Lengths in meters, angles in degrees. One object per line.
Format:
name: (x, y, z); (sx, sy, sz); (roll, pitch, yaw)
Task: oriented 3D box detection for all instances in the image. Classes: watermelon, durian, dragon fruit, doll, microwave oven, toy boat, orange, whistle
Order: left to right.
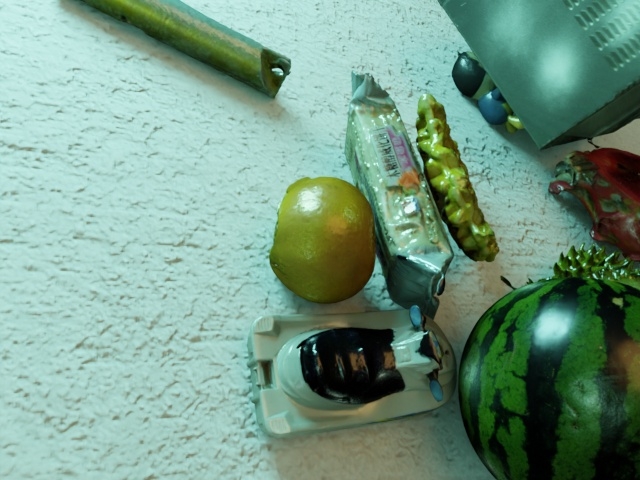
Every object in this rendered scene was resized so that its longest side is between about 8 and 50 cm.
whistle: (-0.193, -0.291, 0.780); (0.326, 0.068, 0.057); (24, 46, -15)
orange: (0.000, 0.000, 0.691); (0.134, 0.154, 0.154); (-9, 64, 11)
toy boat: (0.055, 0.138, 0.655); (0.269, 0.141, 0.140); (-4, 67, -17)
doll: (0.308, -0.274, 1.044); (0.089, 0.102, 0.179); (-44, 91, 1)
microwave oven: (0.452, -0.351, 0.997); (0.432, 0.236, 0.374); (-20, 76, -53)
watermelon: (0.305, 0.179, 0.672); (0.285, 0.285, 0.285); (13, 60, -23)
durian: (0.435, 0.076, 0.904); (0.375, 0.106, 0.132); (0, 104, -12)
dragon fruit: (0.511, -0.079, 1.038); (0.211, 0.134, 0.262); (33, 37, 4)

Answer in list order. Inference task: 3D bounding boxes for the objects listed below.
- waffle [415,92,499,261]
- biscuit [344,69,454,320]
waffle: (0.194, -0.080, 0.818); (0.238, 0.059, 0.243); (27, 46, -63)
biscuit: (0.097, -0.052, 0.751); (0.079, 0.186, 0.309); (-14, 70, -2)
